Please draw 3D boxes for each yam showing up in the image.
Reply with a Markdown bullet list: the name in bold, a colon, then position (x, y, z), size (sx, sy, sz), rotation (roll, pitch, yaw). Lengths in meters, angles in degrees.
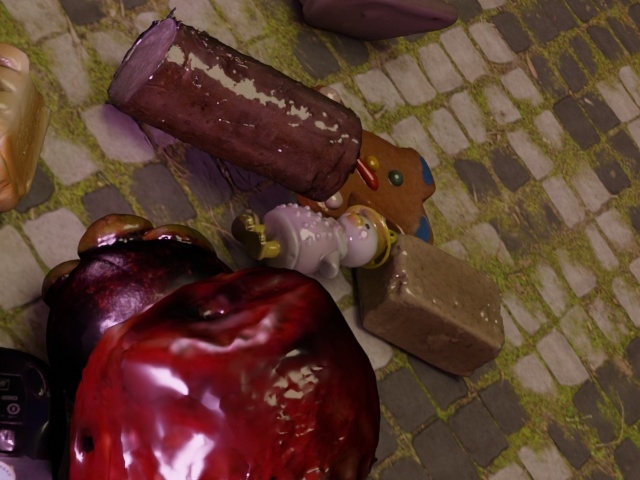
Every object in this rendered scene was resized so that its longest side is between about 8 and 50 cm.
- **yam**: position (-0.086, -0.143, 1.957), size (0.280, 0.131, 0.131), rotation (25, 44, -24)

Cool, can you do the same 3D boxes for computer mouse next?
- **computer mouse**: position (-0.279, 0.199, 1.480), size (0.137, 0.096, 0.233), rotation (10, 50, -6)

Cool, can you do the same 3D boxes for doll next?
- **doll**: position (0.000, 0.000, 1.977), size (0.207, 0.081, 0.129), rotation (-2, 34, -35)

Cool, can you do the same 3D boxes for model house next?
- **model house**: position (0.051, -0.351, 2.315), size (0.229, 0.122, 0.188), rotation (8, 54, -42)

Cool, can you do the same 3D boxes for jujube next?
- **jujube**: position (-0.087, 0.205, 1.495), size (0.258, 0.258, 0.376), rotation (-3, 108, -50)

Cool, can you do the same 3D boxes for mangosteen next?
- **mangosteen**: position (-0.159, 0.079, 1.659), size (0.210, 0.210, 0.210), rotation (29, 42, -31)

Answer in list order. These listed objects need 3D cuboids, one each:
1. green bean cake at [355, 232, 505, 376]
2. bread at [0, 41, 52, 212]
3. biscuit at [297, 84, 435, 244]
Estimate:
- **green bean cake**: position (0.129, 0.074, 2.083), size (0.179, 0.085, 0.109), rotation (31, 41, -30)
- **bread**: position (-0.315, -0.109, 1.710), size (0.119, 0.084, 0.177), rotation (81, 10, -48)
- **biscuit**: position (0.021, -0.098, 2.139), size (0.324, 0.049, 0.205), rotation (30, 43, -27)
